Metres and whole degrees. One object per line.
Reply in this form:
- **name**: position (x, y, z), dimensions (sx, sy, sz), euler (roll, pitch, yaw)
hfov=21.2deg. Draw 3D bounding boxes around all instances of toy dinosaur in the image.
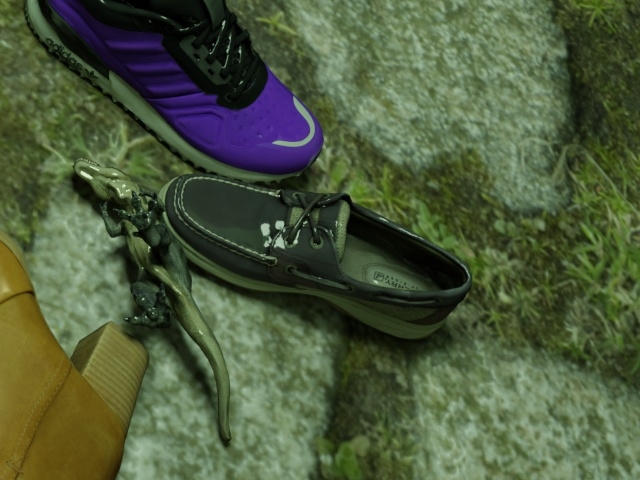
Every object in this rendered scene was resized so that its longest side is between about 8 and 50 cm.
- **toy dinosaur**: position (-0.129, 0.029, 1.367), dimensions (0.064, 0.118, 0.268), euler (-27, 74, 1)

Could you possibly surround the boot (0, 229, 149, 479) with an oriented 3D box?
- **boot**: position (-0.272, 0.101, 1.242), dimensions (0.295, 0.104, 0.211), euler (34, 50, -14)

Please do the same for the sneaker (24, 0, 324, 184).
- **sneaker**: position (-0.110, -0.165, 1.473), dimensions (0.293, 0.146, 0.102), euler (33, 50, -9)

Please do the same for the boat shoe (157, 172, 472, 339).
- **boat shoe**: position (0.000, 0.000, 1.471), dimensions (0.285, 0.092, 0.103), euler (23, 52, -17)
